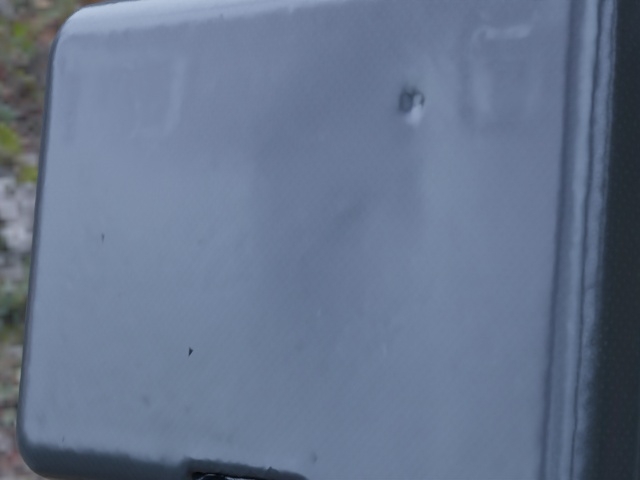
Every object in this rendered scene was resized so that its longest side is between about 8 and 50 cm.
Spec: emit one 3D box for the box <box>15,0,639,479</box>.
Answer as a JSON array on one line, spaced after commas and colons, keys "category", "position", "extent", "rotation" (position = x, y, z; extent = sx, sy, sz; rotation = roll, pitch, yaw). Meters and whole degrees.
[{"category": "box", "position": [0.000, 0.000, 0.513], "extent": [0.230, 0.160, 0.050], "rotation": [0, -6, 45]}]
